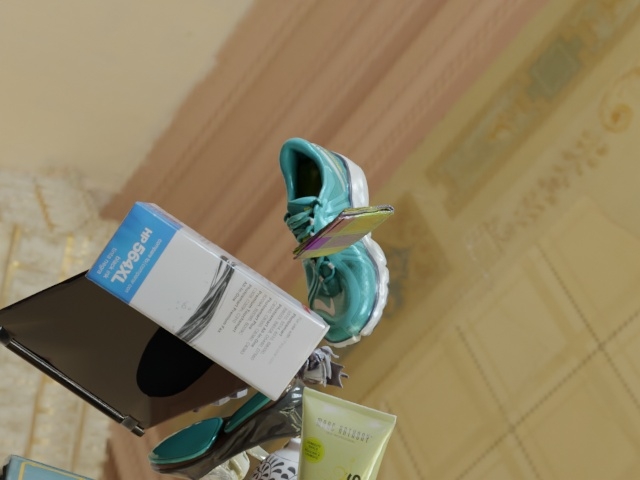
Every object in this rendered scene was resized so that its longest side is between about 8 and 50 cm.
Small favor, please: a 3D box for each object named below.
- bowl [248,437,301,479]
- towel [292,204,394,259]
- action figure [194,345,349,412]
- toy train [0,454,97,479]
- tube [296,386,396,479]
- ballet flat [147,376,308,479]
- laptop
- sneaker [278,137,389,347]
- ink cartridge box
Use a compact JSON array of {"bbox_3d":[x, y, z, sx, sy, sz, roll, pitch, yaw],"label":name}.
[{"bbox_3d":[-0.004,0.263,1.367,0.170,0.170,0.080,6,-96,49],"label":"bowl"},{"bbox_3d":[0.019,-0.007,1.043,0.083,0.060,0.009,-40,-114,47],"label":"towel"},{"bbox_3d":[-0.078,0.203,1.996,0.185,0.285,0.099,-5,-88,46],"label":"action figure"},{"bbox_3d":[-0.175,0.275,0.982,0.142,0.334,0.190,-59,-160,30],"label":"toy train"},{"bbox_3d":[0.006,0.259,1.185,0.062,0.070,0.240,-133,-131,-61],"label":"tube"},{"bbox_3d":[-0.113,0.273,1.659,0.280,0.096,0.095,-30,-165,33],"label":"ballet flat"},{"bbox_3d":[-0.299,0.081,1.678,0.408,0.382,0.236,32,-101,37],"label":"laptop"},{"bbox_3d":[0.000,0.000,1.426,0.107,0.110,0.275,-31,-130,23],"label":"sneaker"},{"bbox_3d":[-0.101,0.053,1.151,0.086,0.203,0.148,-55,-179,-1],"label":"ink cartridge box"}]
